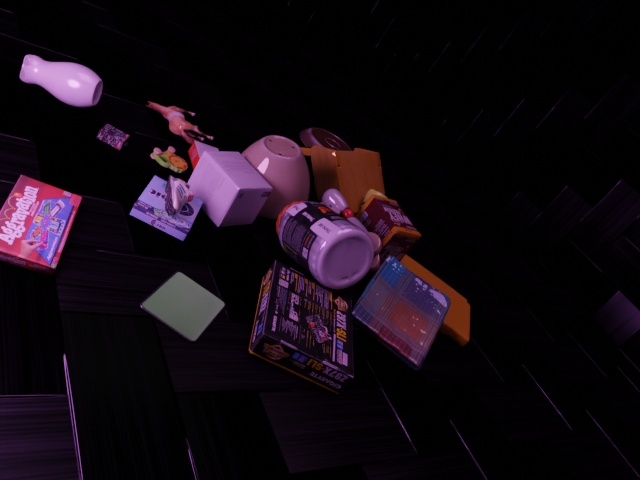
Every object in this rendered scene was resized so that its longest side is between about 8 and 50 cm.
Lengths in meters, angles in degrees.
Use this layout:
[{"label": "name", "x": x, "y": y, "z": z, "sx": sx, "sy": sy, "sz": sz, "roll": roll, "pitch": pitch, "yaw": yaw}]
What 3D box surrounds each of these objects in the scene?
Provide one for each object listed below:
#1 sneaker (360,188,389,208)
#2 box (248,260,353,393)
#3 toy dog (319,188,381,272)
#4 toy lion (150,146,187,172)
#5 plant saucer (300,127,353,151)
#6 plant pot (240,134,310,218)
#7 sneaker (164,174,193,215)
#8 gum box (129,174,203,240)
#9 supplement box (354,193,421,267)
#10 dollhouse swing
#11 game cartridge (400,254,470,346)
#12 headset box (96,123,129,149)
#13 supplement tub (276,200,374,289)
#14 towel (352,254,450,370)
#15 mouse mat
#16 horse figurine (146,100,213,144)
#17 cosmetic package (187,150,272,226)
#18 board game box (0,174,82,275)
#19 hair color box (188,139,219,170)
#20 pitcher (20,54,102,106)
[{"label": "sneaker", "x": 0.262, "y": -0.090, "z": 2.296, "sx": 0.295, "sy": 0.123, "sz": 0.109, "roll": 40, "pitch": 1, "yaw": -31}, {"label": "box", "x": -0.041, "y": 0.216, "z": 1.487, "sx": 0.257, "sy": 0.079, "sz": 0.322, "roll": 30, "pitch": 27, "yaw": -16}, {"label": "toy dog", "x": 0.072, "y": -0.014, "z": 1.892, "sx": 0.333, "sy": 0.161, "sz": 0.220, "roll": 50, "pitch": -16, "yaw": 50}, {"label": "toy lion", "x": -0.471, "y": -0.250, "z": 1.794, "sx": 0.096, "sy": 0.034, "sz": 0.100, "roll": 50, "pitch": 30, "yaw": 11}, {"label": "plant saucer", "x": 0.049, "y": -0.439, "z": 2.666, "sx": 0.311, "sy": 0.050, "sz": 0.310, "roll": 28, "pitch": 27, "yaw": -16}, {"label": "plant pot", "x": -0.152, "y": -0.232, "z": 1.879, "sx": 0.284, "sy": 0.190, "sz": 0.284, "roll": 15, "pitch": 38, "yaw": -12}, {"label": "sneaker", "x": -0.383, "y": -0.121, "z": 1.559, "sx": 0.075, "sy": 0.057, "sz": 0.161, "roll": 14, "pitch": 31, "yaw": -25}, {"label": "gum box", "x": -0.422, "y": -0.092, "z": 1.580, "sx": 0.157, "sy": 0.041, "sz": 0.184, "roll": 28, "pitch": 27, "yaw": -14}, {"label": "supplement box", "x": 0.218, "y": -0.024, "z": 2.035, "sx": 0.129, "sy": 0.191, "sz": 0.194, "roll": 11, "pitch": 37, "yaw": -39}, {"label": "dollhouse swing", "x": 0.042, "y": -0.260, "z": 2.357, "sx": 0.347, "sy": 0.305, "sz": 0.314, "roll": -12, "pitch": 95, "yaw": -56}, {"label": "game cartridge", "x": 0.394, "y": 0.206, "z": 2.034, "sx": 0.324, "sy": 0.052, "sz": 0.285, "roll": 37, "pitch": 27, "yaw": -2}, {"label": "headset box", "x": -0.620, "y": -0.311, "z": 1.714, "sx": 0.083, "sy": 0.032, "sz": 0.062, "roll": 29, "pitch": 28, "yaw": -14}, {"label": "supplement tub", "x": 0.000, "y": 0.000, "z": 1.685, "sx": 0.194, "sy": 0.193, "sz": 0.316, "roll": 15, "pitch": 13, "yaw": -35}, {"label": "towel", "x": 0.263, "y": 0.214, "z": 1.807, "sx": 0.271, "sy": 0.040, "sz": 0.370, "roll": 37, "pitch": 37, "yaw": 5}, {"label": "mouse mat", "x": -0.319, "y": 0.152, "z": 1.346, "sx": 0.153, "sy": 0.007, "sz": 0.189, "roll": 35, "pitch": 26, "yaw": -1}, {"label": "horse figurine", "x": -0.483, "y": -0.407, "z": 1.990, "sx": 0.175, "sy": 0.066, "sz": 0.263, "roll": 13, "pitch": 32, "yaw": -47}, {"label": "cosmetic package", "x": -0.279, "y": -0.158, "z": 1.728, "sx": 0.183, "sy": 0.151, "sz": 0.151, "roll": 47, "pitch": 30, "yaw": 23}, {"label": "board game box", "x": -0.637, "y": -0.041, "z": 1.271, "sx": 0.145, "sy": 0.027, "sz": 0.281, "roll": 21, "pitch": 30, "yaw": -23}, {"label": "hair color box", "x": -0.374, "y": -0.254, "z": 1.883, "sx": 0.093, "sy": 0.053, "sz": 0.167, "roll": 16, "pitch": 31, "yaw": -35}, {"label": "pitcher", "x": -0.778, "y": -0.490, "z": 1.744, "sx": 0.207, "sy": 0.125, "sz": 0.177, "roll": 19, "pitch": 14, "yaw": -8}]
